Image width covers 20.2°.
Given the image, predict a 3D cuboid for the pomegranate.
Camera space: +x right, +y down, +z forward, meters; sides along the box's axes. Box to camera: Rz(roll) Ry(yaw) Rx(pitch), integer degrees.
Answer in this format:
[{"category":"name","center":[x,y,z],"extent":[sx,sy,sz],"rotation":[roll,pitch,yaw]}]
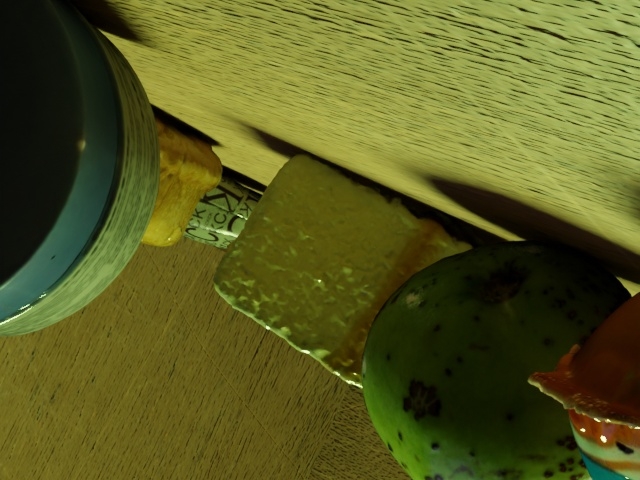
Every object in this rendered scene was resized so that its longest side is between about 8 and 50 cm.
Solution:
[{"category":"pomegranate","center":[0.148,0.122,1.309],"extent":[0.214,0.214,0.248],"rotation":[21,146,41]}]

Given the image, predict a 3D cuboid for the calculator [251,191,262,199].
[{"category":"calculator","center":[-0.161,-0.056,2.125],"extent":[0.274,0.058,0.248],"rotation":[26,175,-9]}]

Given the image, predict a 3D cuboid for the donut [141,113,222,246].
[{"category":"donut","center":[-0.208,-0.079,1.684],"extent":[0.226,0.114,0.226],"rotation":[26,176,2]}]

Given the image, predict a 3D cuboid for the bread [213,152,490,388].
[{"category":"bread","center":[0.051,0.059,1.466],"extent":[0.266,0.142,0.178],"rotation":[31,153,5]}]

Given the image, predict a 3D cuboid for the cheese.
[{"category":"cheese","center":[0.277,0.100,1.047],"extent":[0.329,0.129,0.217],"rotation":[6,-169,-26]}]

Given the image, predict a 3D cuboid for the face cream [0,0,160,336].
[{"category":"face cream","center":[-0.242,-0.058,1.156],"extent":[0.249,0.249,0.225],"rotation":[24,177,9]}]

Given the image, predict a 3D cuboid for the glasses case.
[{"category":"glasses case","center":[-0.211,-0.077,1.927],"extent":[0.354,0.085,0.137],"rotation":[24,177,0]}]
